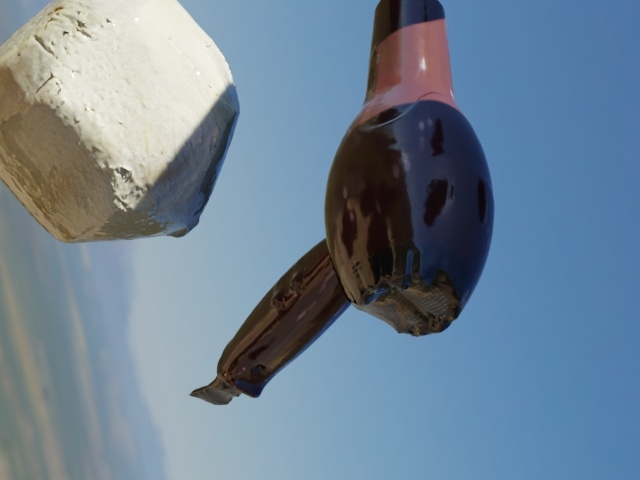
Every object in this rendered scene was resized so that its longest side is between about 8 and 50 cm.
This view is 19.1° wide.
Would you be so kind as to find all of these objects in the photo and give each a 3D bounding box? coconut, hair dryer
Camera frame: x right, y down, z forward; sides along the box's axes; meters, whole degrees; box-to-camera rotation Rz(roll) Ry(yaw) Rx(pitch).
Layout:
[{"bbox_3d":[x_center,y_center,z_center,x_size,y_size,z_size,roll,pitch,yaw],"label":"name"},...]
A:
[{"bbox_3d":[-0.126,-0.075,1.187,0.162,0.161,0.161,47,2,-16],"label":"coconut"},{"bbox_3d":[0.000,0.000,1.481,0.340,0.123,0.312,-45,-150,34],"label":"hair dryer"}]
